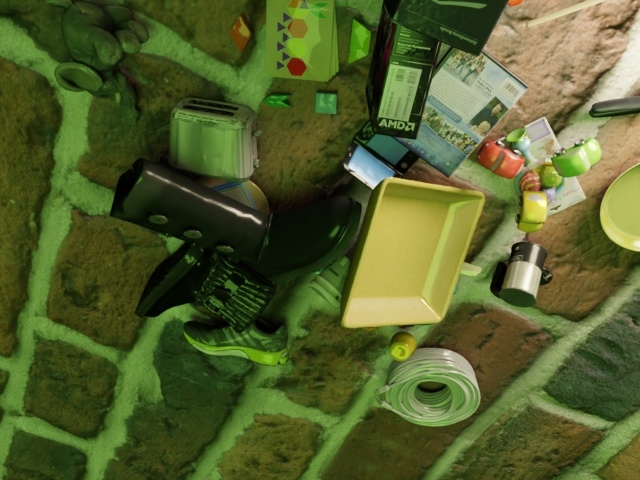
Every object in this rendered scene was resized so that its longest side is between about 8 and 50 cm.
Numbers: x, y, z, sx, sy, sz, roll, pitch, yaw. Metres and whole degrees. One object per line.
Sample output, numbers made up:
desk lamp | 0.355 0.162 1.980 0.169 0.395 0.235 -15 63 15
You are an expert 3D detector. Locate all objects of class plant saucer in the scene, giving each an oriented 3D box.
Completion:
plant saucer | 0.190 0.024 1.341 0.333 0.081 0.332 4 108 -38
plant saucer | 0.741 -0.084 1.333 0.241 0.037 0.240 4 122 6

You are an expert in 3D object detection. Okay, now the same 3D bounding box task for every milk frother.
milk frother | 0.492 0.100 1.425 0.143 0.134 0.129 28 153 -7

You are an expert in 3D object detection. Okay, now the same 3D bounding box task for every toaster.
toaster | -0.243 -0.224 1.326 0.227 0.129 0.146 10 119 4

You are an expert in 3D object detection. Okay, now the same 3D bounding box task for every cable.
cable | 0.310 0.412 1.680 0.257 0.089 0.257 39 118 -18

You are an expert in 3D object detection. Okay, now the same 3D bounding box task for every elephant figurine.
elephant figurine | -0.467 -0.366 1.258 0.186 0.169 0.239 52 136 8

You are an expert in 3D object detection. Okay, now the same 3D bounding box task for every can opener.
can opener | 0.644 -0.278 1.220 0.186 0.073 0.059 -12 159 18

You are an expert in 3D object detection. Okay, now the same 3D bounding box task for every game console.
game console | 0.138 -0.183 1.323 0.144 0.085 0.124 35 121 -15

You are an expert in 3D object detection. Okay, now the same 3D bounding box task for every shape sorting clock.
shape sorting clock | -0.227 -0.079 1.464 0.206 0.040 0.206 2 126 3

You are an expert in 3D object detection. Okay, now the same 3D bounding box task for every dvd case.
dvd case | 0.283 -0.277 1.268 0.180 0.022 0.253 33 116 -13

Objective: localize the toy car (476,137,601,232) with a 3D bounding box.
toy car | 0.476 -0.140 1.260 0.225 0.053 0.239 -28 110 20

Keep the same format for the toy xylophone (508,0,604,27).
toy xylophone | 0.428 -0.522 1.068 0.323 0.081 0.236 -10 121 13

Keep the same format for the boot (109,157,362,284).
boot | -0.189 -0.068 1.300 0.445 0.146 0.367 28 141 -25

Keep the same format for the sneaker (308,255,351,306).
sneaker | 0.065 0.102 1.436 0.105 0.281 0.115 41 91 13

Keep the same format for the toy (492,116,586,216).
toy | 0.477 -0.138 1.323 0.137 0.056 0.237 -26 115 24

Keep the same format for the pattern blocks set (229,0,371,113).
pattern blocks set | -0.040 -0.421 1.229 0.286 0.026 0.324 13 123 -1

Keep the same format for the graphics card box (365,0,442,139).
graphics card box | 0.163 -0.398 1.093 0.094 0.232 0.370 6 124 -5

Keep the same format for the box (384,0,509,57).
box | 0.206 -0.403 0.886 0.153 0.108 0.207 19 122 -14

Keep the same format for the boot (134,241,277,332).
boot | -0.305 0.152 1.564 0.260 0.131 0.348 36 130 -22

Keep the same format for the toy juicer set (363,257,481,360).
toy juicer set | 0.226 0.129 1.525 0.209 0.089 0.329 37 109 8

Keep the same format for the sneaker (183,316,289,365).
sneaker | -0.226 0.249 1.652 0.300 0.111 0.121 10 107 -1

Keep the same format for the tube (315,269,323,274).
tube | 0.000 0.000 1.485 0.080 0.052 0.207 26 128 6
